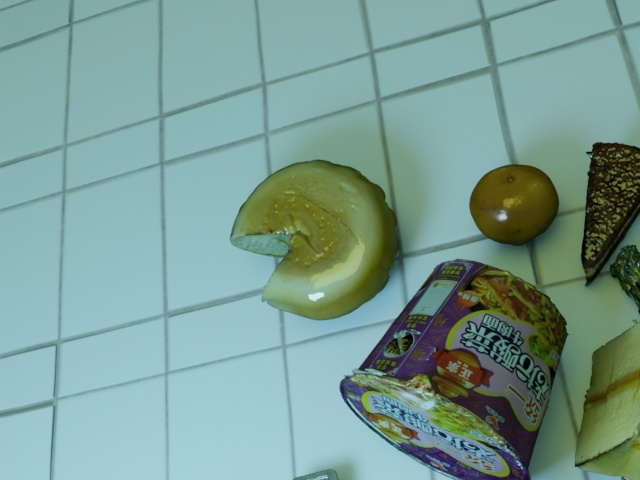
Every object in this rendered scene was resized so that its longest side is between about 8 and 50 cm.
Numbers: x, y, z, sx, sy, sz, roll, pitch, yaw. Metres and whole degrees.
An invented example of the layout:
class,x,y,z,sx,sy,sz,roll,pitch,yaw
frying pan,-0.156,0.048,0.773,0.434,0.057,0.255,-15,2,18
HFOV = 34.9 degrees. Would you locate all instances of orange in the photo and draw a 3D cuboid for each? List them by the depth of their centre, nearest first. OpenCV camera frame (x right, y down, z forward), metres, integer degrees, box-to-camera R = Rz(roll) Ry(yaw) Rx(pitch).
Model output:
class,x,y,z,sx,sy,sz,roll,pitch,yaw
orange,0.348,-0.060,1.827,0.159,0.136,0.159,-11,42,10

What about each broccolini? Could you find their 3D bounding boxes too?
class,x,y,z,sx,sy,sz,roll,pitch,yaw
broccolini,0.604,0.170,1.661,0.074,0.079,0.392,-26,64,-5

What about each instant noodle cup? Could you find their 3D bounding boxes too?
class,x,y,z,sx,sy,sz,roll,pitch,yaw
instant noodle cup,0.236,0.205,1.638,0.339,0.340,0.266,19,64,29

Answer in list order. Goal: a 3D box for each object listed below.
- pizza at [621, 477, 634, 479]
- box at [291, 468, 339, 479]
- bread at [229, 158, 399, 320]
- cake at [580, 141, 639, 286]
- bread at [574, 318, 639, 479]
class,x,y,z,sx,sy,sz,roll,pitch,yaw
pizza,0.567,0.491,1.486,0.182,0.074,0.365,-33,57,14
box,0.003,0.462,1.738,0.089,0.062,0.122,-17,60,13
bread,0.000,0.000,1.922,0.333,0.160,0.333,-8,63,17
cake,0.526,-0.044,1.761,0.135,0.112,0.246,1,64,20
bread,0.465,0.225,1.578,0.135,0.178,0.240,4,52,25
